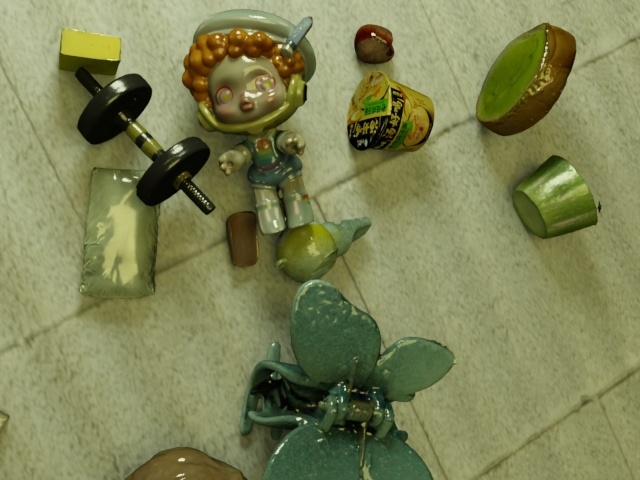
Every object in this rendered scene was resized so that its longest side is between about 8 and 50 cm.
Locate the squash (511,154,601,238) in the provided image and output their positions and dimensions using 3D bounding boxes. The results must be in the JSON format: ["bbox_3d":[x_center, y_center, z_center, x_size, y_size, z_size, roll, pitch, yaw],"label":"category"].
[{"bbox_3d":[0.480,-0.081,1.544,0.122,0.170,0.170,-30,98,-6],"label":"squash"}]

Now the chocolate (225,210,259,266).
[{"bbox_3d":[-0.145,-0.002,1.378,0.064,0.031,0.101,-11,95,-38],"label":"chocolate"}]

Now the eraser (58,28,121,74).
[{"bbox_3d":[-0.386,-0.313,1.257,0.097,0.122,0.045,3,89,-19],"label":"eraser"}]

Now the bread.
[{"bbox_3d":[0.400,-0.317,1.484,0.069,0.236,0.236,25,80,-17],"label":"bread"}]

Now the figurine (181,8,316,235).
[{"bbox_3d":[-0.117,-0.202,1.317,0.224,0.205,0.382,1,98,10],"label":"figurine"}]

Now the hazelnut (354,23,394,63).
[{"bbox_3d":[0.107,-0.384,1.465,0.086,0.086,0.087,1,87,-20],"label":"hazelnut"}]

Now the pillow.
[{"bbox_3d":[-0.340,-0.013,1.298,0.128,0.051,0.229,7,83,-22],"label":"pillow"}]

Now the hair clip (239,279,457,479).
[{"bbox_3d":[0.035,0.285,1.317,0.318,0.238,0.393,11,82,-20],"label":"hair clip"}]

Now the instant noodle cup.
[{"bbox_3d":[0.136,-0.235,1.438,0.122,0.151,0.152,10,84,-31],"label":"instant noodle cup"}]

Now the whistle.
[{"bbox_3d":[0.000,0.000,1.396,0.223,0.122,0.123,-26,97,-34],"label":"whistle"}]

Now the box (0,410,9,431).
[{"bbox_3d":[-0.678,0.379,1.157,0.204,0.051,0.365,36,77,-14],"label":"box"}]

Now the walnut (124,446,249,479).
[{"bbox_3d":[-0.222,0.467,1.216,0.273,0.227,0.274,0,101,2],"label":"walnut"}]

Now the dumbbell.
[{"bbox_3d":[-0.292,-0.165,1.249,0.143,0.143,0.325,-42,87,-16],"label":"dumbbell"}]
